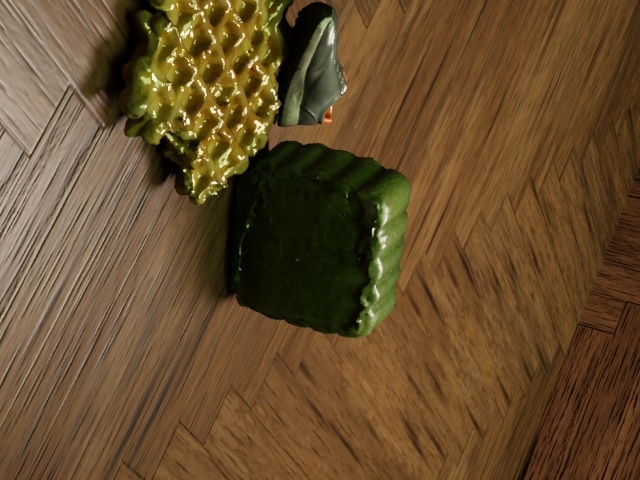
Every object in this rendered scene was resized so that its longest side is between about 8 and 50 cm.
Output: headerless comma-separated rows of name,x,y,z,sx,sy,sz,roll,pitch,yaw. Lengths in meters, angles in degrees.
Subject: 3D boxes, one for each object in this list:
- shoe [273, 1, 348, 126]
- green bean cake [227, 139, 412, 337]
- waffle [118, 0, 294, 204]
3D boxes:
shoe,-0.001,-0.200,1.783,0.194,0.077,0.074,115,-21,-52
green bean cake,0.000,0.000,1.841,0.113,0.200,0.214,-35,134,-55
waffle,-0.119,-0.180,1.653,0.300,0.058,0.282,16,88,-65
